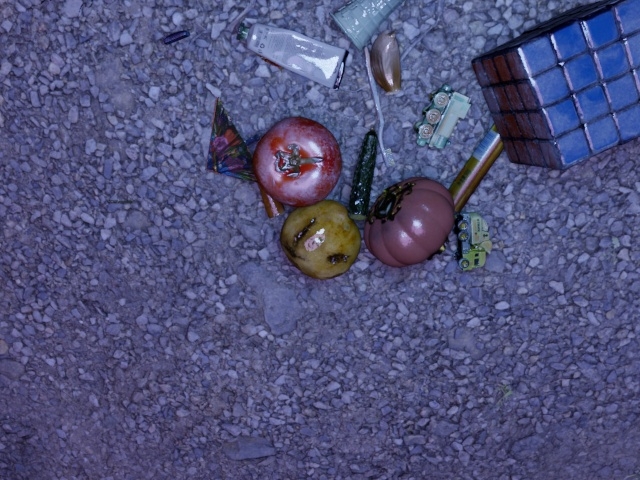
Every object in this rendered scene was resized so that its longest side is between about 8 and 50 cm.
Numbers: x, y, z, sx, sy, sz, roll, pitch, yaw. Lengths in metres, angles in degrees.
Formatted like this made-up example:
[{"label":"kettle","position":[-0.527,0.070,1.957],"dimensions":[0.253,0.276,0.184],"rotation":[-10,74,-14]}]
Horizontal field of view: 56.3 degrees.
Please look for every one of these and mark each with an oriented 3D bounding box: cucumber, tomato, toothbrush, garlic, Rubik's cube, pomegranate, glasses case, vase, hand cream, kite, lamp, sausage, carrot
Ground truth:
[{"label":"cucumber","position":[0.135,-0.208,1.846],"dimensions":[0.067,0.067,0.293],"rotation":[10,78,2]},{"label":"tomato","position":[-0.064,-0.234,1.814],"dimensions":[0.270,0.227,0.270],"rotation":[1,94,8]},{"label":"toothbrush","position":[0.176,-0.404,1.835],"dimensions":[0.037,0.028,0.375],"rotation":[-15,109,-1]},{"label":"garlic","position":[0.198,-0.530,1.722],"dimensions":[0.090,0.128,0.198],"rotation":[-9,127,-11]},{"label":"Rubik's cube","position":[0.658,-0.410,1.590],"dimensions":[0.337,0.344,0.344],"rotation":[-25,105,-1]},{"label":"pomegranate","position":[0.000,0.000,1.899],"dimensions":[0.260,0.260,0.260],"rotation":[2,111,5]},{"label":"glasses case","position":[-0.438,-0.618,1.810],"dimensions":[0.083,0.033,0.023],"rotation":[-18,97,11]},{"label":"vase","position":[0.179,-0.686,1.675],"dimensions":[0.299,0.143,0.143],"rotation":[-41,102,15]},{"label":"hand cream","position":[-0.082,-0.558,1.767],"dimensions":[0.336,0.076,0.121],"rotation":[17,107,-13]},{"label":"kite","position":[-0.289,-0.288,1.916],"dimensions":[0.234,0.016,0.321],"rotation":[-28,95,27]},{"label":"lamp","position":[0.280,-0.046,1.821],"dimensions":[0.239,0.305,0.305],"rotation":[40,109,-21]},{"label":"sausage","position":[0.498,-0.253,1.837],"dimensions":[0.082,0.082,0.371],"rotation":[30,109,-6]},{"label":"carrot","position":[-0.182,-0.179,1.943],"dimensions":[0.061,0.061,0.210],"rotation":[-20,104,12]}]

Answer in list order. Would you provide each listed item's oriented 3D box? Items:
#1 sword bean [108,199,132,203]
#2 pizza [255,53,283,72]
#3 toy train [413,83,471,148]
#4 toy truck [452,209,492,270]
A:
[{"label":"sword bean","position":[-0.679,-0.131,2.028],"dimensions":[0.083,0.012,0.012],"rotation":[1,111,4]},{"label":"pizza","position":[-0.134,-0.575,1.800],"dimensions":[0.100,0.029,0.099],"rotation":[32,109,-8]},{"label":"toy train","position":[0.367,-0.367,1.806],"dimensions":[0.125,0.081,0.194],"rotation":[21,110,-7]},{"label":"toy truck","position":[0.492,-0.004,1.928],"dimensions":[0.116,0.085,0.191],"rotation":[-6,108,-1]}]
